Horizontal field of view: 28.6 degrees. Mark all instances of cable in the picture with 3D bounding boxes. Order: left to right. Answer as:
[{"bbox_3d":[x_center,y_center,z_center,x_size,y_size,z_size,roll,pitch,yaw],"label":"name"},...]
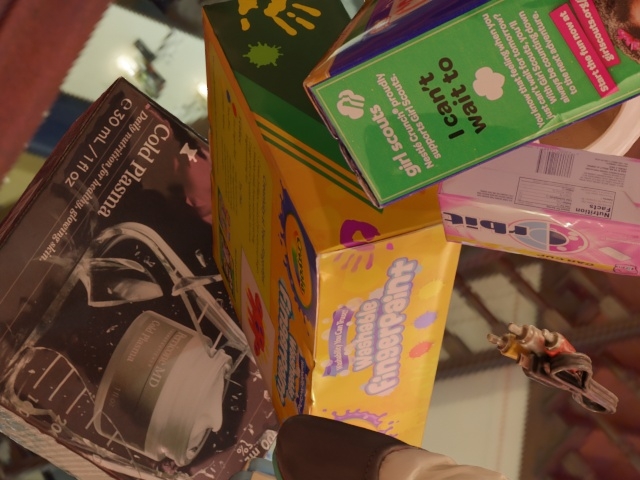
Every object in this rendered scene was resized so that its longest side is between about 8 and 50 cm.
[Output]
[{"bbox_3d":[0.377,0.189,1.845,0.287,0.139,0.072,26,68,-41],"label":"cable"}]

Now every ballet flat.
[{"bbox_3d":[0.063,0.127,0.440,0.074,0.203,0.074,-31,157,-15],"label":"ballet flat"}]

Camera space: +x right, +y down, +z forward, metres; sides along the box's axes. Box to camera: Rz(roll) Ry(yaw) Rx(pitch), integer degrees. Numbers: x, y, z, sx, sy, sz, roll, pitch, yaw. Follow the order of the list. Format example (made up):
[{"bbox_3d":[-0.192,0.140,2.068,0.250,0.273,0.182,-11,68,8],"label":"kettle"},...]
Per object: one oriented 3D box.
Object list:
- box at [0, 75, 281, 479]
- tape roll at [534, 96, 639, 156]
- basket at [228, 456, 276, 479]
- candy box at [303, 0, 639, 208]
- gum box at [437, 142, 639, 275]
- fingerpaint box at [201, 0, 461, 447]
[{"bbox_3d":[-0.264,0.110,1.842,0.471,0.297,0.480,36,68,-15],"label":"box"},{"bbox_3d":[0.315,-0.193,1.638,0.286,0.100,0.286,-21,138,-20],"label":"tape roll"},{"bbox_3d":[-0.020,0.284,0.717,0.254,0.289,0.201,23,134,-5],"label":"basket"},{"bbox_3d":[0.172,-0.178,0.944,0.317,0.268,0.122,-25,108,23],"label":"candy box"},{"bbox_3d":[0.199,-0.029,1.053,0.107,0.188,0.062,66,37,-66],"label":"gum box"},{"bbox_3d":[0.000,0.000,1.429,0.163,0.371,0.445,-15,142,-14],"label":"fingerpaint box"}]
